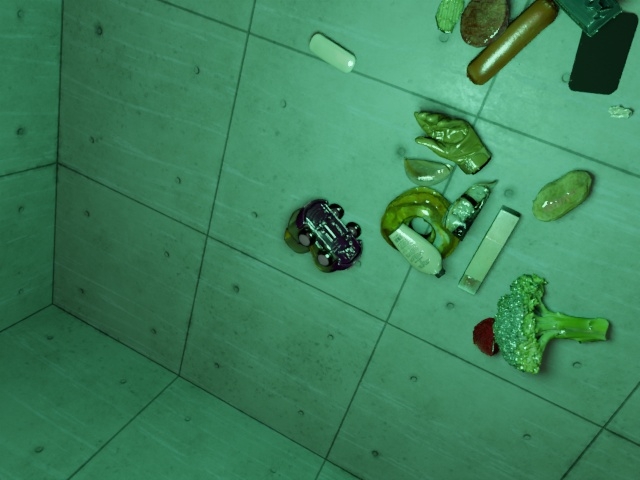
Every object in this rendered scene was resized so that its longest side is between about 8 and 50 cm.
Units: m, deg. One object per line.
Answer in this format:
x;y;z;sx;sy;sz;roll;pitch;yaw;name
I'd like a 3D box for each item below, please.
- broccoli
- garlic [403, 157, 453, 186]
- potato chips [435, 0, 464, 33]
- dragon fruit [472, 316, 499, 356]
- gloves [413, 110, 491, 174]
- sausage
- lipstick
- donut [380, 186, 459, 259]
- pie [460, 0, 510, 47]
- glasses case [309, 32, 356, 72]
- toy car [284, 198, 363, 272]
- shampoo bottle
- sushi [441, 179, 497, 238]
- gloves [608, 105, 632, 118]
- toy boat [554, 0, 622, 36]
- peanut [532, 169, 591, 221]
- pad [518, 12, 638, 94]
0.879;0.379;1.908;0.397;0.274;0.353;28;119;-4;broccoli
0.416;-0.264;1.918;0.196;0.087;0.101;13;102;21;garlic
0.459;-0.833;1.695;0.092;0.028;0.207;23;110;23;potato chips
0.708;0.410;2.066;0.106;0.083;0.162;-10;71;46;dragon fruit
0.482;-0.381;1.811;0.331;0.141;0.154;40;146;-7;gloves
0.642;-0.671;1.650;0.097;0.094;0.348;48;121;0;sausage
0.666;0.041;1.933;0.080;0.076;0.371;28;119;13;lipstick
0.406;-0.055;1.961;0.330;0.160;0.329;5;108;17;donut
0.552;-0.747;1.642;0.182;0.050;0.182;0;89;48;pie
0.047;-0.734;1.905;0.204;0.051;0.081;37;121;6;glasses case
0.000;0.000;2.119;0.340;0.271;0.240;50;139;-2;toy car
0.383;0.047;1.886;0.257;0.078;0.127;46;125;-1;shampoo bottle
0.554;-0.139;1.836;0.109;0.134;0.272;31;86;15;sushi
1.004;-0.424;1.624;0.081;0.037;0.044;36;84;24;gloves
0.795;-0.774;1.514;0.114;0.122;0.296;-39;65;26;toy boat
0.864;-0.160;1.744;0.224;0.129;0.129;-37;93;21;peanut
0.840;-0.626;1.605;0.323;0.055;0.249;14;115;18;pad
